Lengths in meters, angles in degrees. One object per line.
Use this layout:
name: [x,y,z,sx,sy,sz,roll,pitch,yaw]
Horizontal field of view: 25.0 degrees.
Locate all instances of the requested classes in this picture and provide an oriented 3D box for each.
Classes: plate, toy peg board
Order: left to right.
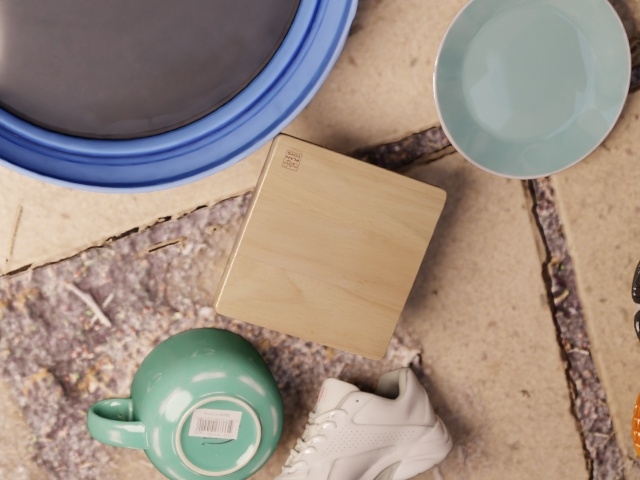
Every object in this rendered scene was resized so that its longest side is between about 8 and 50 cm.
toy peg board: [0.000,0.000,1.257,0.161,0.079,0.161,18,98,-20]
plate: [0.187,-0.148,1.288,0.188,0.024,0.188,-4,107,-12]

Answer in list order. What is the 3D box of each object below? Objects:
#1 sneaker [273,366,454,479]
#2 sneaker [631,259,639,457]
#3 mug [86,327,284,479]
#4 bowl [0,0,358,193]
sneaker: [0.008,0.186,1.299,0.232,0.090,0.115,-27,98,-35]
sneaker: [0.370,0.097,1.385,0.121,0.099,0.262,-7,107,-34]
mug: [-0.108,0.160,1.266,0.158,0.097,0.129,-38,112,-1]
bowl: [-0.161,-0.233,1.145,0.391,0.077,0.391,-4,107,-13]
